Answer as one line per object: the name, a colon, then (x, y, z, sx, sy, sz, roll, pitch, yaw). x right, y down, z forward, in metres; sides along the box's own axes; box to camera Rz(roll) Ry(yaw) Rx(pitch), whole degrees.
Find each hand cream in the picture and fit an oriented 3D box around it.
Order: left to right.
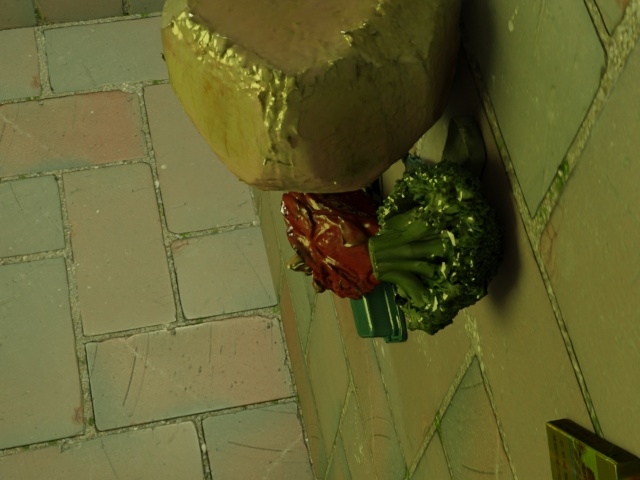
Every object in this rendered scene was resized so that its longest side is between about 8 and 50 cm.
hand cream: (0.135, -0.085, 1.687, 0.248, 0.052, 0.075, -78, -1, -81)

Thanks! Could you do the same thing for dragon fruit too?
dragon fruit: (0.000, 0.000, 2.043, 0.317, 0.152, 0.205, 42, 123, 53)

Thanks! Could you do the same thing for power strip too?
power strip: (0.188, -0.085, 1.548, 0.227, 0.029, 0.080, 98, 160, -58)

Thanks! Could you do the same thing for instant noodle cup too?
instant noodle cup: (0.103, 0.121, 2.122, 0.179, 0.070, 0.157, 147, 112, -78)

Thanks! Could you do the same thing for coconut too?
coconut: (-0.013, -0.246, 1.502, 0.404, 0.405, 0.404, 171, 90, -80)

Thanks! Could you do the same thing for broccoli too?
broccoli: (0.147, 0.004, 1.454, 0.198, 0.176, 0.226, 61, -177, 28)

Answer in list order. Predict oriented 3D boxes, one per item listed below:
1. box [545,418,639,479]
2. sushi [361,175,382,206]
box: (0.300, 0.275, 1.228, 0.193, 0.030, 0.121, -162, 63, -79)
sushi: (0.041, -0.202, 2.169, 0.339, 0.069, 0.320, -114, 18, -57)
